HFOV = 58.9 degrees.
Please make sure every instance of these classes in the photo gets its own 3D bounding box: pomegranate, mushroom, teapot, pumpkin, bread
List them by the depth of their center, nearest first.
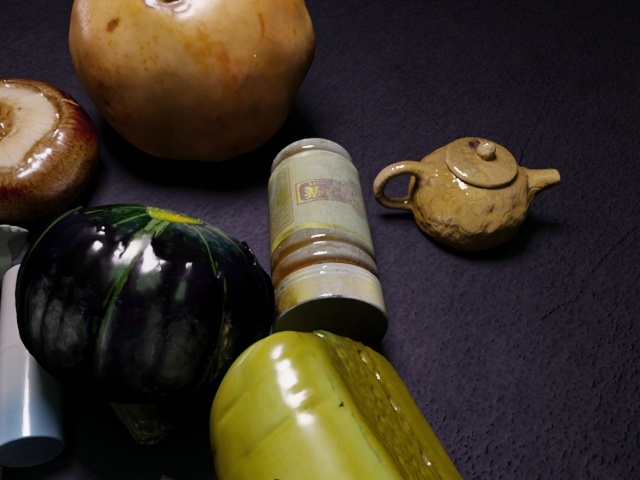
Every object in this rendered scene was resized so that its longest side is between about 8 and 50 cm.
[{"bbox_3d":[0.029,0.265,0.532,0.208,0.251,0.377,-39,55,14],"label":"bread"},{"bbox_3d":[-0.208,0.095,0.674,0.295,0.296,0.296,4,46,-4],"label":"pumpkin"},{"bbox_3d":[-0.503,-0.144,0.906,0.278,0.163,0.297,-24,54,-37],"label":"mushroom"},{"bbox_3d":[0.244,-0.098,0.948,0.310,0.167,0.204,2,47,-4],"label":"teapot"},{"bbox_3d":[-0.220,-0.326,0.985,0.411,0.412,0.412,4,46,-4],"label":"pomegranate"}]

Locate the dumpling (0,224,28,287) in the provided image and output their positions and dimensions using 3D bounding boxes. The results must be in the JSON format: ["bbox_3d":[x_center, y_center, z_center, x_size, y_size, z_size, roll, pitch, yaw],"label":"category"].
[{"bbox_3d":[-0.494,0.028,0.742,0.108,0.153,0.219,32,45,19],"label":"dumpling"}]

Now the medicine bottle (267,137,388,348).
[{"bbox_3d":[0.000,0.000,0.833,0.151,0.151,0.323,0,47,-7],"label":"medicine bottle"}]

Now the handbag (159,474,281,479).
[{"bbox_3d":[-0.082,0.351,0.309,0.180,0.416,0.317,6,45,-15],"label":"handbag"}]

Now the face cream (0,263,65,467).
[{"bbox_3d":[-0.358,0.144,0.701,0.077,0.077,0.250,-9,49,-16],"label":"face cream"}]
